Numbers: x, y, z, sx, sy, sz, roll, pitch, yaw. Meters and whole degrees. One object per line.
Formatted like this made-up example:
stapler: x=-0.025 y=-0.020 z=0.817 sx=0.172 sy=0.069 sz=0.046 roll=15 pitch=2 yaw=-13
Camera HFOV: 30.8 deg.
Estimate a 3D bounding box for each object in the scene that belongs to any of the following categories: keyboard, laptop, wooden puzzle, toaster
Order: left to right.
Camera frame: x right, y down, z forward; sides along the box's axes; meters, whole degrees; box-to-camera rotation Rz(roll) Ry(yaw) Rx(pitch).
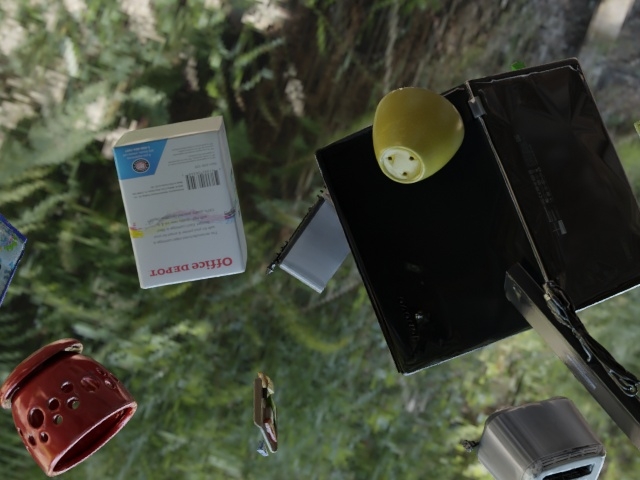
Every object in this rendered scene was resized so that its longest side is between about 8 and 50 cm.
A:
wooden puzzle: x=-0.064 y=0.209 z=1.399 sx=0.014 sy=0.116 sz=0.078 roll=-11 pitch=146 yaw=11
toaster: x=0.000 y=0.000 z=2.171 sx=0.110 sy=0.186 sz=0.168 roll=35 pitch=-169 yaw=0
laptop: x=0.272 y=-0.045 z=1.840 sx=0.407 sy=0.382 sz=0.236 roll=-17 pitch=174 yaw=-36
toaster: x=0.372 y=0.361 z=1.970 sx=0.226 sy=0.129 sz=0.146 roll=-6 pitch=-144 yaw=-27
keyboard: x=0.346 y=0.152 z=1.481 sx=0.317 sy=0.033 sz=0.201 roll=50 pitch=174 yaw=17

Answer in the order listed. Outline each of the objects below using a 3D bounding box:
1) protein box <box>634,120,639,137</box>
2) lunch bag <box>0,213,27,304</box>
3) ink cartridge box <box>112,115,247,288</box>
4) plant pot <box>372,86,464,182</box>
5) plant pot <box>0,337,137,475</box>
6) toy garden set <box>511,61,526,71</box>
protein box: x=0.490 y=-0.043 z=1.369 sx=0.200 sy=0.136 sz=0.201 roll=45 pitch=-156 yaw=-48
lunch bag: x=-0.420 y=0.021 z=1.316 sx=0.151 sy=0.129 sz=0.096 roll=31 pitch=152 yaw=-29
ink cartridge box: x=-0.257 y=-0.075 z=2.179 sx=0.198 sy=0.270 sz=0.197 roll=-9 pitch=-166 yaw=-1
plant pot: x=0.129 y=-0.137 z=1.662 sx=0.134 sy=0.095 sz=0.134 roll=13 pitch=137 yaw=13
plant pot: x=-0.434 y=0.273 z=1.961 sx=0.174 sy=0.191 sz=0.191 roll=49 pitch=-175 yaw=9
toy garden set: x=0.435 y=-0.186 z=2.063 sx=0.244 sy=0.049 sz=0.204 roll=55 pitch=171 yaw=39
